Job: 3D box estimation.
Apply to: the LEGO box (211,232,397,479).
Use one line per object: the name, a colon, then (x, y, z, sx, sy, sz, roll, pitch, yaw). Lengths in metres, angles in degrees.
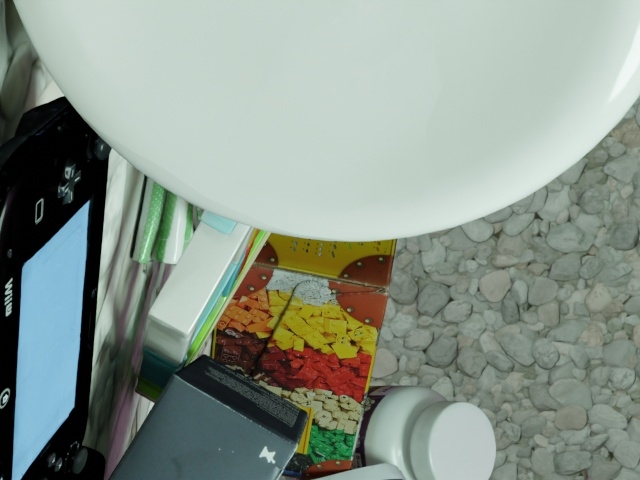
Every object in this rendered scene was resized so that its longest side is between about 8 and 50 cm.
LEGO box: (0.000, 0.000, 1.734, 0.500, 0.193, 0.372, -77, 177, -45)

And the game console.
game console: (-0.134, 0.117, 0.582, 0.213, 0.044, 0.361, -76, 176, -61)

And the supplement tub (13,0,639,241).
supplement tub: (0.023, -0.174, 0.570, 0.331, 0.241, 0.241, -75, 176, -59)

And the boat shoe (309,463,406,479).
boat shoe: (-0.019, 0.366, 1.620, 0.113, 0.306, 0.105, 105, -33, -41)

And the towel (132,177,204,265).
towel: (-0.082, -0.101, 1.026, 0.325, 0.038, 0.247, -36, 137, -87)

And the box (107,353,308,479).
box: (-0.087, 0.167, 0.874, 0.156, 0.093, 0.158, -59, 179, 0)

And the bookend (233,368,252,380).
bookend: (-0.107, 0.195, 1.339, 0.156, 0.072, 0.157, -136, -141, -73)

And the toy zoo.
toy zoo: (-0.062, 0.002, 0.909, 0.192, 0.030, 0.293, -60, 180, -21)

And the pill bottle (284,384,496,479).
pill bottle: (0.090, 0.282, 1.826, 0.302, 0.169, 0.169, -8, -115, 50)
